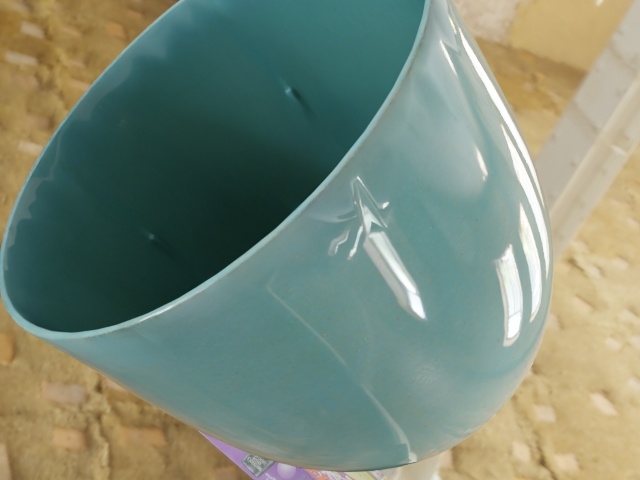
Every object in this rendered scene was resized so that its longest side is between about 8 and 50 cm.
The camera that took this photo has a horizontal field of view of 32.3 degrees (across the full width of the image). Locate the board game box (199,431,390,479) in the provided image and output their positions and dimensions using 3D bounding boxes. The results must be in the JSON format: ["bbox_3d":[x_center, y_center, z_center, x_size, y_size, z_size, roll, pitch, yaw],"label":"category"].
[{"bbox_3d":[-0.023,0.224,1.154,0.347,0.056,0.208,39,-170,11],"label":"board game box"}]

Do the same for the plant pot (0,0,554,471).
[{"bbox_3d":[0.000,0.000,0.657,0.235,0.293,0.293,47,-162,-34],"label":"plant pot"}]
